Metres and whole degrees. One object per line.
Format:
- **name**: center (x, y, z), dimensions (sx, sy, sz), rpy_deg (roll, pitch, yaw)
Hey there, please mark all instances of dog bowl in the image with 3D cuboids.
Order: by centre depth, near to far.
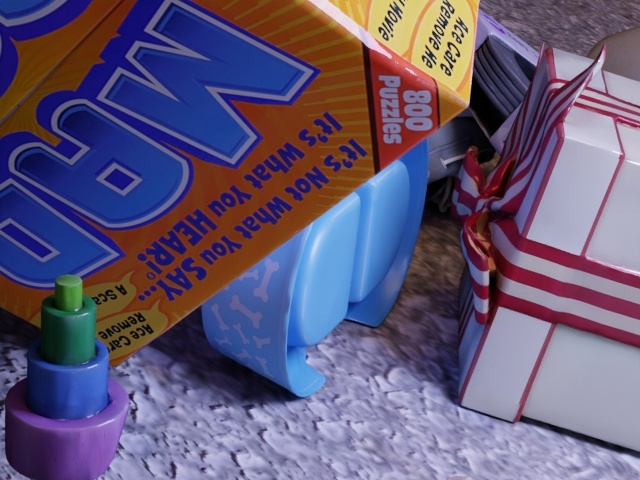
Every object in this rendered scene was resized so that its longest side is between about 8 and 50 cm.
- **dog bowl**: center (0.000, 0.000, 1.158), dimensions (0.074, 0.166, 0.297), rpy_deg (14, 22, 17)

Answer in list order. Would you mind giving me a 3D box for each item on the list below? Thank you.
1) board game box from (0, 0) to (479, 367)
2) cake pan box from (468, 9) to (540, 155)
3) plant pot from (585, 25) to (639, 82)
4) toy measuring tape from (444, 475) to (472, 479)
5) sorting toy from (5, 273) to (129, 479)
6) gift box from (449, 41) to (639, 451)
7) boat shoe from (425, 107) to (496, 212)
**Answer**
- **board game box**: center (-0.143, -0.207, 0.981), dimensions (0.356, 0.356, 0.356), rpy_deg (32, 45, -24)
- **cake pan box**: center (0.237, -0.090, 1.489), dimensions (0.267, 0.070, 0.245), rpy_deg (30, 20, -33)
- **plant pot**: center (0.411, -0.140, 1.690), dimensions (0.256, 0.256, 0.274), rpy_deg (-2, 14, -38)
- **toy measuring tape**: center (0.070, 0.210, 0.841), dimensions (0.121, 0.121, 0.330), rpy_deg (14, 8, -10)
- **sorting toy**: center (-0.275, 0.064, 0.778), dimensions (0.366, 0.126, 0.127), rpy_deg (-3, 25, -17)
- **gift box**: center (0.235, -0.012, 1.214), dimensions (0.258, 0.276, 0.255), rpy_deg (16, 19, -2)
- **boat shoe**: center (0.082, -0.071, 1.474), dimensions (0.116, 0.099, 0.319), rpy_deg (-11, -4, 28)
